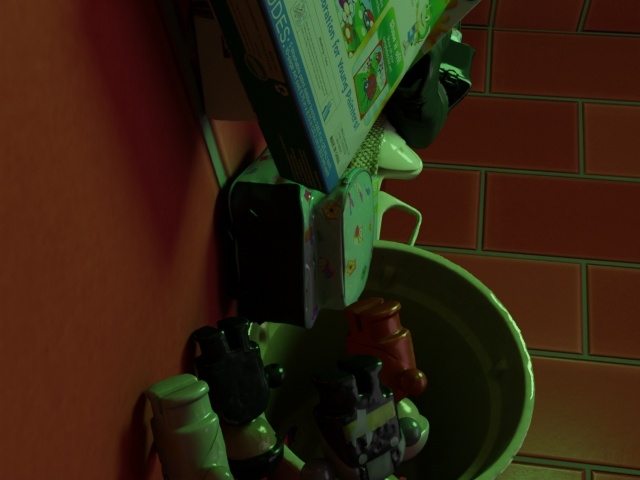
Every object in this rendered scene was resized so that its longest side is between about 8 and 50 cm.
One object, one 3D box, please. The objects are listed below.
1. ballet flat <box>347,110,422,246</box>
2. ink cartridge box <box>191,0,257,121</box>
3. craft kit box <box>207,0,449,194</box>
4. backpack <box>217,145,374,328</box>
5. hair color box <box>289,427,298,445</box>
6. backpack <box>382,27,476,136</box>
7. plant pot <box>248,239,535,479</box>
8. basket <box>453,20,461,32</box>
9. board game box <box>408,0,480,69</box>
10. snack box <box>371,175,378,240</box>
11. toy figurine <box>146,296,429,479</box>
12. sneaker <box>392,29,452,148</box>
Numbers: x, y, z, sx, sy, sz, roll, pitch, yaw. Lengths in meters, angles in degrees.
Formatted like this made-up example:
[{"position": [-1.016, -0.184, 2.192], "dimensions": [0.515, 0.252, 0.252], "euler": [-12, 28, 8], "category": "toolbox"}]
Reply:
[{"position": [0.099, -0.071, 1.528], "dimensions": [0.164, 0.182, 0.482], "euler": [61, 34, -76], "category": "ballet flat"}, {"position": [-0.048, -0.220, 0.680], "dimensions": [0.148, 0.086, 0.203], "euler": [-75, 167, -48], "category": "ink cartridge box"}, {"position": [0.021, -0.204, 0.617], "dimensions": [0.246, 0.061, 0.250], "euler": [-55, 152, -22], "category": "craft kit box"}, {"position": [-0.016, -0.018, 0.854], "dimensions": [0.188, 0.144, 0.166], "euler": [-78, 164, -61], "category": "backpack"}, {"position": [0.013, 0.242, 1.352], "dimensions": [0.174, 0.105, 0.347], "euler": [-75, 169, -46], "category": "hair color box"}, {"position": [0.166, -0.329, 1.659], "dimensions": [0.253, 0.225, 0.191], "euler": [127, -25, -53], "category": "backpack"}, {"position": [0.051, 0.222, 1.021], "dimensions": [0.305, 0.334, 0.334], "euler": [104, -3, -51], "category": "plant pot"}, {"position": [0.188, -0.479, 1.766], "dimensions": [0.154, 0.227, 0.204], "euler": [-66, 160, -68], "category": "basket"}, {"position": [0.077, -0.283, 0.845], "dimensions": [0.275, 0.144, 0.142], "euler": [-41, -156, 38], "category": "board game box"}, {"position": [0.013, 0.028, 1.166], "dimensions": [0.174, 0.070, 0.207], "euler": [-46, 145, -42], "category": "snack box"}, {"position": [-0.019, 0.150, 0.656], "dimensions": [0.209, 0.213, 0.148], "euler": [-61, 141, -74], "category": "toy figurine"}, {"position": [0.164, -0.269, 1.453], "dimensions": [0.286, 0.109, 0.130], "euler": [83, 27, -44], "category": "sneaker"}]
